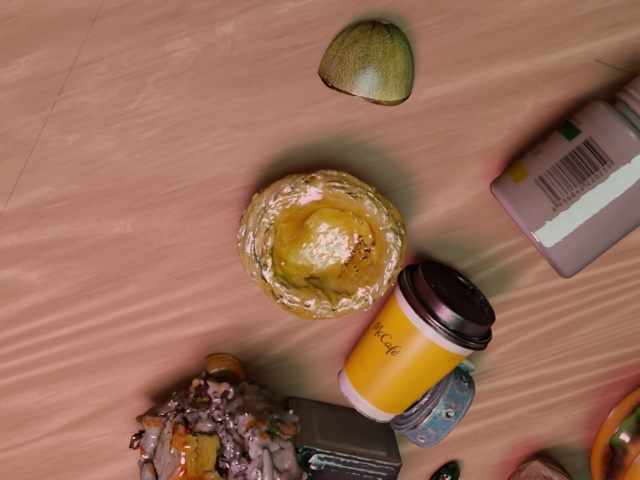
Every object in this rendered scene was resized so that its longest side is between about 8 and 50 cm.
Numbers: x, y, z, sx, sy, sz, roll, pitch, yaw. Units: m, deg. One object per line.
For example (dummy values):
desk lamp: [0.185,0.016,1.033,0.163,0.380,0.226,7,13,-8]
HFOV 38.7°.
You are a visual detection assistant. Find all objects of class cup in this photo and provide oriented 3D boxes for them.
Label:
cup: [0.160,0.179,1.595,0.196,0.196,0.280,32,114,-16]

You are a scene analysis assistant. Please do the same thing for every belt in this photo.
belt: [0.207,0.299,1.665,0.082,0.148,0.163,34,134,-20]

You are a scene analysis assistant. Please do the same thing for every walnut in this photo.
walnut: [0.432,0.520,1.756,0.178,0.178,0.230,-14,111,1]

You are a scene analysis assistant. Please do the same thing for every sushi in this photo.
sushi: [-0.163,0.423,1.569,0.175,0.417,0.418,-4,118,-42]

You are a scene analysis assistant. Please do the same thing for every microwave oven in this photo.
microwave oven: [0.006,0.477,1.696,0.237,0.181,0.295,14,110,-9]

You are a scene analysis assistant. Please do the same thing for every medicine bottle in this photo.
medicine bottle: [0.468,-0.117,1.483,0.339,0.208,0.208,-40,110,10]

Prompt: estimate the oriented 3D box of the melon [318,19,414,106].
melon: [0.083,-0.284,1.451,0.160,0.079,0.128,9,112,-8]

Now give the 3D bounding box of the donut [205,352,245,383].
donut: [-0.171,0.249,1.665,0.067,0.038,0.083,-8,111,-5]

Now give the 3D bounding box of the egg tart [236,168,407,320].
egg tart: [0.000,0.000,1.538,0.288,0.118,0.288,-2,114,-4]

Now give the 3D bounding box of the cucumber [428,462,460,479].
cucumber: [0.213,0.525,1.803,0.058,0.052,0.215,19,110,-33]

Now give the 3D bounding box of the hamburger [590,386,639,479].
hamburger: [0.702,0.421,1.680,0.395,0.277,0.396,-2,115,-4]
